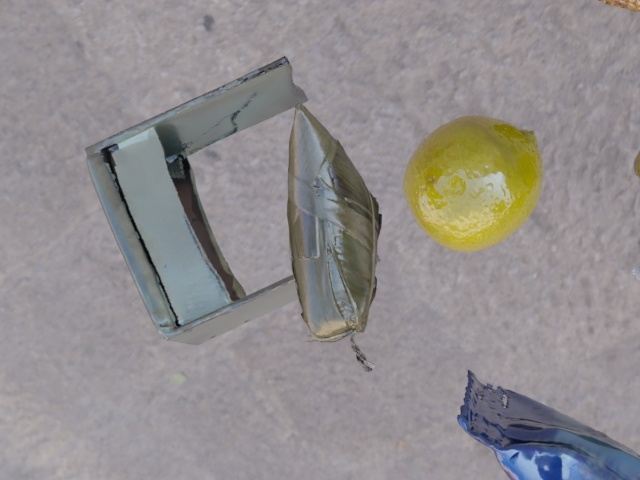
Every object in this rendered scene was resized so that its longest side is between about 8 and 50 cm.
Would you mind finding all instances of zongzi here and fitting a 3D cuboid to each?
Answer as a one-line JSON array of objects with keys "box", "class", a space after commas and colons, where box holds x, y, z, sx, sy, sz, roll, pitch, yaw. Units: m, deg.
[{"box": [0.000, 0.000, 0.861, 0.081, 0.188, 0.178, -6, 147, 15], "class": "zongzi"}]

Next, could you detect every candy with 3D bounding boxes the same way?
[{"box": [0.221, 0.195, 0.620, 0.331, 0.187, 0.077, 41, 97, 10], "class": "candy"}]

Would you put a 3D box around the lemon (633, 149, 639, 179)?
[{"box": [0.565, -0.126, 1.285, 0.310, 0.258, 0.257, -16, 110, 41], "class": "lemon"}]

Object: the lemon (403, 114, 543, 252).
[{"box": [0.209, -0.081, 1.324, 0.203, 0.178, 0.178, -40, 97, 18], "class": "lemon"}]

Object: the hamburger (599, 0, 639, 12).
[{"box": [0.540, -0.488, 1.499, 0.330, 0.330, 0.250, 9, 131, 19], "class": "hamburger"}]

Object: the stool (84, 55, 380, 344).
[{"box": [-0.100, -0.038, 1.170, 0.270, 0.170, 0.243, -25, 81, 2], "class": "stool"}]

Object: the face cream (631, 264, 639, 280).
[{"box": [0.589, 0.077, 1.716, 0.034, 0.130, 0.034, -6, 114, -14], "class": "face cream"}]
